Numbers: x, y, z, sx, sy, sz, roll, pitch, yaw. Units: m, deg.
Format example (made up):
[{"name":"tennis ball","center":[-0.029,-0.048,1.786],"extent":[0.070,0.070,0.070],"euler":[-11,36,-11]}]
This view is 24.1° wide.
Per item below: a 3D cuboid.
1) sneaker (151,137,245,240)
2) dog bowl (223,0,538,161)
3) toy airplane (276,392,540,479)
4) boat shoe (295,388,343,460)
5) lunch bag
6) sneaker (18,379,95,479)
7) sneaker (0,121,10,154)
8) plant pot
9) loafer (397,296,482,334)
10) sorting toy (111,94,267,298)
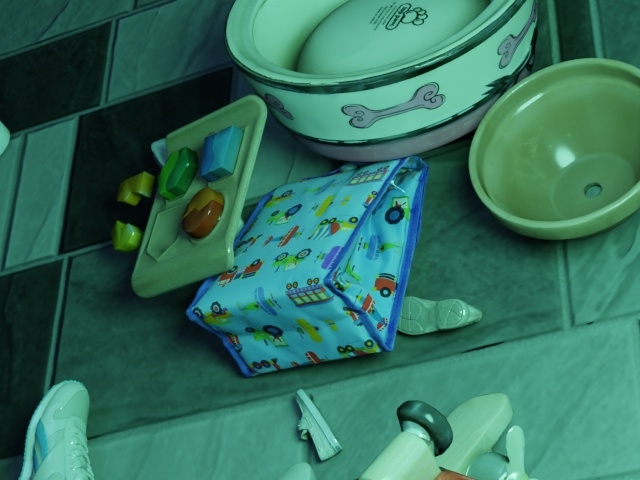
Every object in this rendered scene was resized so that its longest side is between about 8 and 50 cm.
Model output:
[{"name":"sneaker","center":[-0.142,-0.089,2.006],"extent":[0.115,0.090,0.232],"euler":[-35,47,-1]},{"name":"dog bowl","center":[0.092,-0.260,1.896],"extent":[0.407,0.150,0.408],"euler":[-13,37,11]},{"name":"toy airplane","center":[0.056,0.331,1.486],"extent":[0.386,0.272,0.384],"euler":[-41,8,10]},{"name":"boat shoe","center":[-0.011,0.214,1.736],"extent":[0.035,0.035,0.100],"euler":[-35,53,0]},{"name":"lunch bag","center":[0.000,0.000,1.824],"extent":[0.221,0.138,0.293],"euler":[-13,41,36]},{"name":"sneaker","center":[-0.315,0.283,1.839],"extent":[0.092,0.087,0.229],"euler":[1,64,23]},{"name":"sneaker","center":[-0.600,-0.093,2.258],"extent":[0.106,0.123,0.290],"euler":[21,71,37]},{"name":"plant pot","center":[0.299,-0.086,1.721],"extent":[0.237,0.110,0.237],"euler":[-15,51,20]},{"name":"loafer","center":[0.132,0.089,1.743],"extent":[0.125,0.039,0.045],"euler":[-3,80,48]},{"name":"sorting toy","center":[-0.188,-0.045,1.894],"extent":[0.307,0.041,0.229],"euler":[-19,54,48]}]
